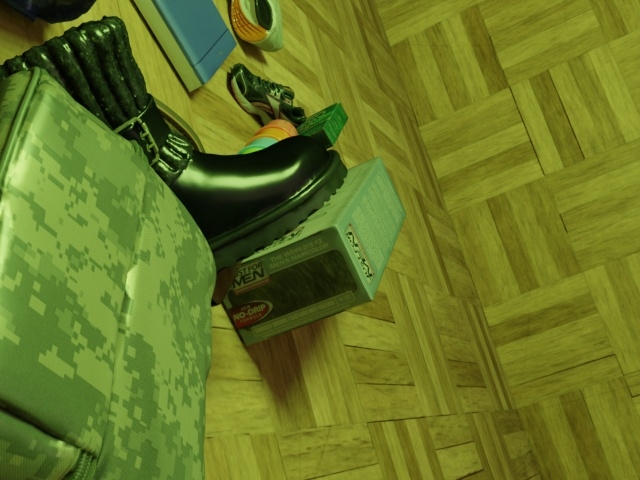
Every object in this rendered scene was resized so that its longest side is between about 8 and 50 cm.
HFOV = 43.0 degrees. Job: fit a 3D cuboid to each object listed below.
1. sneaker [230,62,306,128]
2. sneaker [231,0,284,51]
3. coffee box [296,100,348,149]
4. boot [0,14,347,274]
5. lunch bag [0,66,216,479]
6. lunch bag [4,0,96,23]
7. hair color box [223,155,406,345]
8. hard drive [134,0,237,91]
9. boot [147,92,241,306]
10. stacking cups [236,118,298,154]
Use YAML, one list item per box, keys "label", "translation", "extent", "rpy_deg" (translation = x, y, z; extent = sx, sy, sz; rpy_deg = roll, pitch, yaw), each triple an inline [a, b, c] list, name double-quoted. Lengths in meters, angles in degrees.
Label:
- label: "sneaker"
  translation: [-0.086, -0.248, 1.387]
  extent: [0.178, 0.077, 0.072]
  rpy_deg: [41, 31, -52]
- label: "sneaker"
  translation: [-0.129, -0.470, 1.521]
  extent: [0.121, 0.099, 0.263]
  rpy_deg: [33, 46, -71]
- label: "coffee box"
  translation: [-0.017, -0.189, 1.458]
  extent: [0.040, 0.113, 0.184]
  rpy_deg: [59, 22, -16]
- label: "boot"
  translation: [-0.145, -0.096, 0.780]
  extent: [0.348, 0.131, 0.260]
  rpy_deg: [-33, 104, -35]
- label: "lunch bag"
  translation: [-0.177, 0.088, 0.533]
  extent: [0.256, 0.212, 0.305]
  rpy_deg: [41, 31, -37]
- label: "lunch bag"
  translation: [-0.292, -0.450, 0.771]
  extent: [0.385, 0.238, 0.328]
  rpy_deg: [111, -33, -62]
- label: "hair color box"
  translation: [0.000, 0.000, 1.173]
  extent: [0.114, 0.185, 0.374]
  rpy_deg: [64, 19, -11]
- label: "hard drive"
  translation: [-0.238, -0.397, 1.198]
  extent: [0.319, 0.040, 0.210]
  rpy_deg: [60, 21, -22]
- label: "boot"
  translation: [-0.177, -0.045, 0.885]
  extent: [0.305, 0.112, 0.115]
  rpy_deg: [56, 33, -36]
- label: "stacking cups"
  translation: [-0.093, -0.111, 1.225]
  extent: [0.096, 0.096, 0.316]
  rpy_deg: [61, 15, -17]
